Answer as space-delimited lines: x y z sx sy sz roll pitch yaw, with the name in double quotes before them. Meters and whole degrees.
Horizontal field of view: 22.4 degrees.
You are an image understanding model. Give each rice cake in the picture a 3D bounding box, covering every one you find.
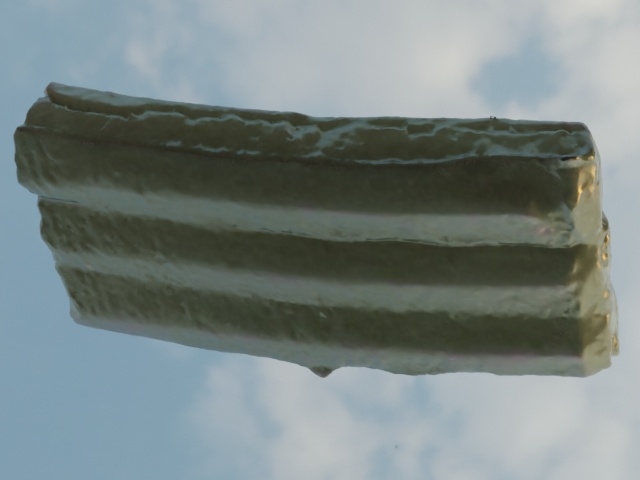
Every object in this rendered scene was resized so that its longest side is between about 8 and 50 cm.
"rice cake" 0.000 0.000 0.651 0.237 0.127 0.043 4 -136 16
